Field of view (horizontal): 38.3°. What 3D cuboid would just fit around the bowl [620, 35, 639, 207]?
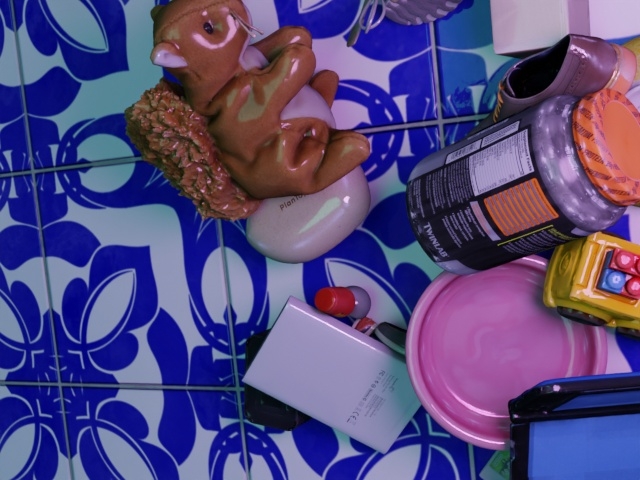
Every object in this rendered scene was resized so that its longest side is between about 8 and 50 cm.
[{"bbox_3d":[0.518,-0.180,1.410,0.289,0.156,0.290,4,99,28],"label":"bowl"}]

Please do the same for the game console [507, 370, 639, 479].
[{"bbox_3d":[0.455,0.311,1.433,0.293,0.250,0.173,-4,70,-7],"label":"game console"}]

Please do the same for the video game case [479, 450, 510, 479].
[{"bbox_3d":[0.411,0.397,1.617,0.193,0.023,0.212,37,112,19],"label":"video game case"}]

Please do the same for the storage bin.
[{"bbox_3d":[-0.078,0.273,1.827,0.122,0.084,0.180,6,99,27],"label":"storage bin"}]

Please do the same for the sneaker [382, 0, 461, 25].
[{"bbox_3d":[0.217,-0.482,1.582,0.281,0.105,0.115,-37,44,32],"label":"sneaker"}]

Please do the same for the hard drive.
[{"bbox_3d":[0.033,0.253,1.709,0.307,0.040,0.203,28,118,-4],"label":"hard drive"}]

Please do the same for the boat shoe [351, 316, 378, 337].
[{"bbox_3d":[0.065,0.207,1.764,0.043,0.049,0.137,33,106,18],"label":"boat shoe"}]

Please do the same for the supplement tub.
[{"bbox_3d":[0.309,-0.085,1.372,0.338,0.207,0.207,-23,85,44],"label":"supplement tub"}]

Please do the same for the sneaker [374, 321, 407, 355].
[{"bbox_3d":[0.213,0.164,1.671,0.222,0.083,0.118,21,94,23],"label":"sneaker"}]

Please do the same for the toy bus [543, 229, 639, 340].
[{"bbox_3d":[0.476,0.064,1.405,0.220,0.211,0.150,19,83,1],"label":"toy bus"}]

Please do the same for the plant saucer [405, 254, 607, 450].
[{"bbox_3d":[0.309,0.182,1.558,0.332,0.084,0.332,0,90,5],"label":"plant saucer"}]

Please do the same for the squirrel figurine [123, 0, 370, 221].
[{"bbox_3d":[-0.177,-0.231,1.591,0.397,0.370,0.281,-35,39,22],"label":"squirrel figurine"}]

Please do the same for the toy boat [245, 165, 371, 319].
[{"bbox_3d":[0.000,0.000,1.724,0.267,0.148,0.318,-27,72,24],"label":"toy boat"}]

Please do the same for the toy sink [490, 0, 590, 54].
[{"bbox_3d":[0.344,-0.417,1.473,0.131,0.152,0.234,-2,97,29],"label":"toy sink"}]

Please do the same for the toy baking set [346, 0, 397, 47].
[{"bbox_3d":[0.116,-0.458,1.589,0.256,0.030,0.197,-40,33,39],"label":"toy baking set"}]

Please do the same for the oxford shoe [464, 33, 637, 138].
[{"bbox_3d":[0.321,-0.221,1.466,0.363,0.132,0.130,-38,39,51],"label":"oxford shoe"}]
